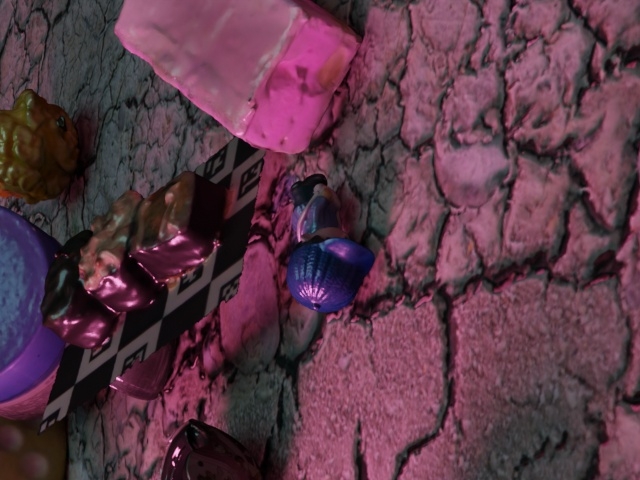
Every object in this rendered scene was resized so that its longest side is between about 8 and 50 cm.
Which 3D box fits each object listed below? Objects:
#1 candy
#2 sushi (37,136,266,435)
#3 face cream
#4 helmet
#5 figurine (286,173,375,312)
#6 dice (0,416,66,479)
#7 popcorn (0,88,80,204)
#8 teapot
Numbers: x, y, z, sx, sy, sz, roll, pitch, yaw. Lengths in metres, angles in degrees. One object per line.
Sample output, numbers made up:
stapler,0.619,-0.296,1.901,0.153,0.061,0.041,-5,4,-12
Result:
candy,-0.091,-0.216,1.470,0.265,0.116,0.155,40,104,39
sushi,-0.224,0.010,1.548,0.373,0.100,0.296,-34,32,37
face cream,-0.417,0.099,1.776,0.249,0.225,0.249,-5,70,12
helmet,-0.110,0.270,1.414,0.177,0.107,0.153,-112,38,-72
figurine,0.000,0.000,1.350,0.086,0.087,0.149,78,175,-48
dice,-0.463,0.306,1.924,0.166,0.169,0.169,-39,48,48
popcorn,-0.433,-0.137,2.042,0.170,0.180,0.180,-18,58,16
teapot,-0.215,0.125,1.667,0.111,0.149,0.108,34,97,18
